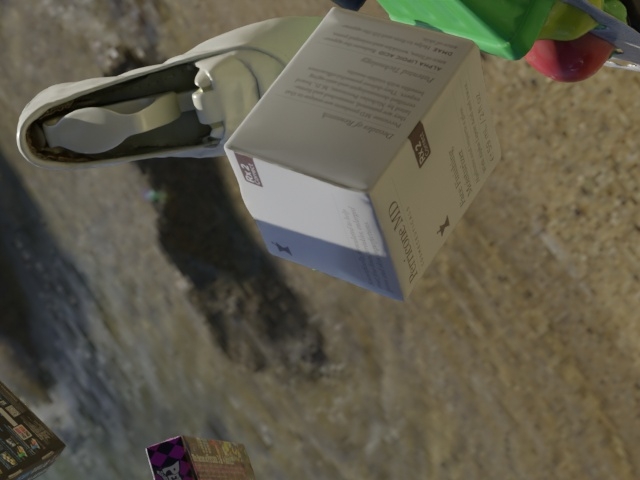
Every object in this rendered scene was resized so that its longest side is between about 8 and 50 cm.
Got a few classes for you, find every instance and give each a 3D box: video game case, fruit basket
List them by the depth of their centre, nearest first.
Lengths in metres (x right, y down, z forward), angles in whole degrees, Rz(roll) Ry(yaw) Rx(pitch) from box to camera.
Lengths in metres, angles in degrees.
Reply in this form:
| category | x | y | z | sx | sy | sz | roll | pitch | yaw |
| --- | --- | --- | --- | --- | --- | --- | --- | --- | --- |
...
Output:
| category | x | y | z | sx | sy | sz | roll | pitch | yaw |
| --- | --- | --- | --- | --- | --- | --- | --- | --- | --- |
| video game case | -0.080 | 0.284 | 1.338 | 0.232 | 0.042 | 0.210 | 42 | -150 | -76 |
| fruit basket | 0.227 | -0.264 | 1.592 | 0.353 | 0.165 | 0.327 | 17 | -175 | -34 |

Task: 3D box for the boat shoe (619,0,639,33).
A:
| category | x | y | z | sx | sy | sz | roll | pitch | yaw |
| --- | --- | --- | --- | --- | --- | --- | --- | --- | --- |
| boat shoe | 0.351 | -0.285 | 1.713 | 0.079 | 0.084 | 0.233 | -15 | 120 | 30 |

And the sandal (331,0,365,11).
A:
| category | x | y | z | sx | sy | sz | roll | pitch | yaw |
| --- | --- | --- | --- | --- | --- | --- | --- | --- | --- |
| sandal | 0.096 | -0.456 | 1.935 | 0.107 | 0.445 | 0.167 | 37 | 128 | -7 |

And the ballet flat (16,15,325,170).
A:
| category | x | y | z | sx | sy | sz | roll | pitch | yaw |
| --- | --- | --- | --- | --- | --- | --- | --- | --- | --- |
| ballet flat | -0.151 | -0.144 | 1.619 | 0.139 | 0.400 | 0.139 | -12 | -90 | -77 |

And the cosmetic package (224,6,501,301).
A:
| category | x | y | z | sx | sy | sz | roll | pitch | yaw |
| --- | --- | --- | --- | --- | --- | --- | --- | --- | --- |
| cosmetic package | 0.041 | -0.077 | 1.280 | 0.151 | 0.183 | 0.151 | 19 | 150 | 30 |

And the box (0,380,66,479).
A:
| category | x | y | z | sx | sy | sz | roll | pitch | yaw |
| --- | --- | --- | --- | --- | --- | --- | --- | --- | --- |
| box | -0.426 | 0.206 | 1.741 | 0.220 | 0.051 | 0.175 | 43 | -163 | 7 |
